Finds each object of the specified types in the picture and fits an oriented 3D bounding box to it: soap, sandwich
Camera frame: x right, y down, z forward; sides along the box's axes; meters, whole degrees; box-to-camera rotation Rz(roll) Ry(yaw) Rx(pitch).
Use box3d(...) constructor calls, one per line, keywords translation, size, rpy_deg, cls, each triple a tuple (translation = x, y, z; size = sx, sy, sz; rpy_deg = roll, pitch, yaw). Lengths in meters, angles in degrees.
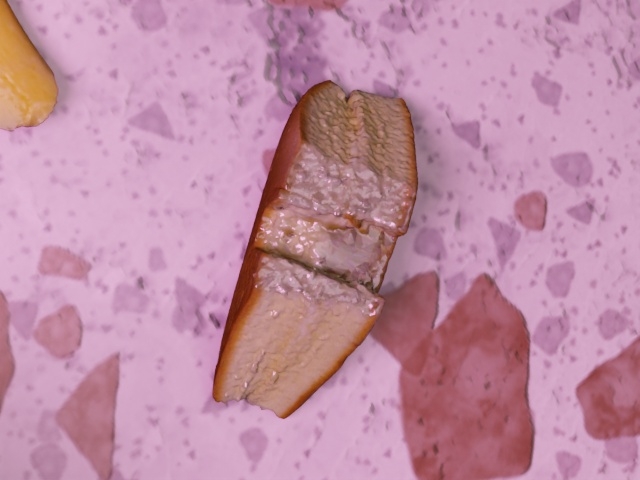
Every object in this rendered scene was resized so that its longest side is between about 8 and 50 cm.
box3d(translation=(-0.235, -0.136, 0.830), size=(0.089, 0.033, 0.168), rpy_deg=(-31, 99, -18), cls="soap")
box3d(translation=(0.000, 0.000, 0.886), size=(0.090, 0.088, 0.244), rpy_deg=(21, 80, -15), cls="sandwich")
